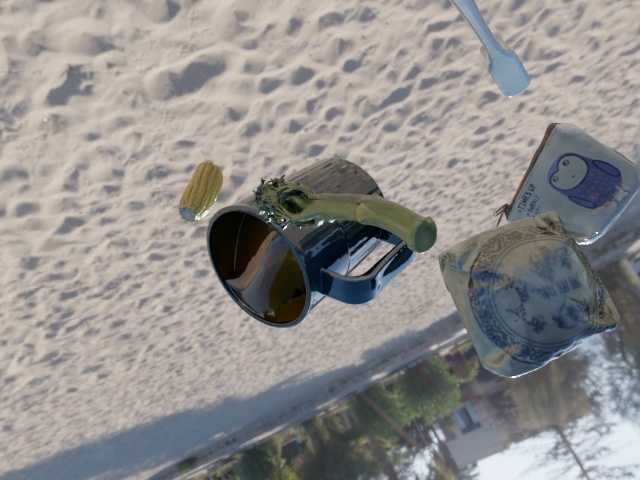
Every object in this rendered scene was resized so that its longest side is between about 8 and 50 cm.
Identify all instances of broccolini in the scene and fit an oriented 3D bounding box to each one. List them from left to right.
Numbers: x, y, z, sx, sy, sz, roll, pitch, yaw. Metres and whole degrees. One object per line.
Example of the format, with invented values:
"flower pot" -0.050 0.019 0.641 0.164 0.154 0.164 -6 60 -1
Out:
"broccolini" 0.010 -0.021 0.401 0.051 0.054 0.239 3 -173 -31

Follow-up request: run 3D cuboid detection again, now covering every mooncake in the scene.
"mooncake" 0.362 0.087 0.903 0.254 0.250 0.136 -24 171 -3

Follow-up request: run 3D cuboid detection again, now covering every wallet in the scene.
"wallet" 0.635 -0.123 1.318 0.068 0.274 0.335 -52 162 -47

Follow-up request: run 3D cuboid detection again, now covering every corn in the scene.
"corn" -0.130 -0.054 0.558 0.037 0.092 0.037 5 129 6

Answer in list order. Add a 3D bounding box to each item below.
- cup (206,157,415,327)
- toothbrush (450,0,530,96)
"cup" -0.010 -0.016 0.972 0.307 0.242 0.292 -14 -164 43
"toothbrush" 0.046 -0.180 0.274 0.025 0.030 0.342 -33 142 25
